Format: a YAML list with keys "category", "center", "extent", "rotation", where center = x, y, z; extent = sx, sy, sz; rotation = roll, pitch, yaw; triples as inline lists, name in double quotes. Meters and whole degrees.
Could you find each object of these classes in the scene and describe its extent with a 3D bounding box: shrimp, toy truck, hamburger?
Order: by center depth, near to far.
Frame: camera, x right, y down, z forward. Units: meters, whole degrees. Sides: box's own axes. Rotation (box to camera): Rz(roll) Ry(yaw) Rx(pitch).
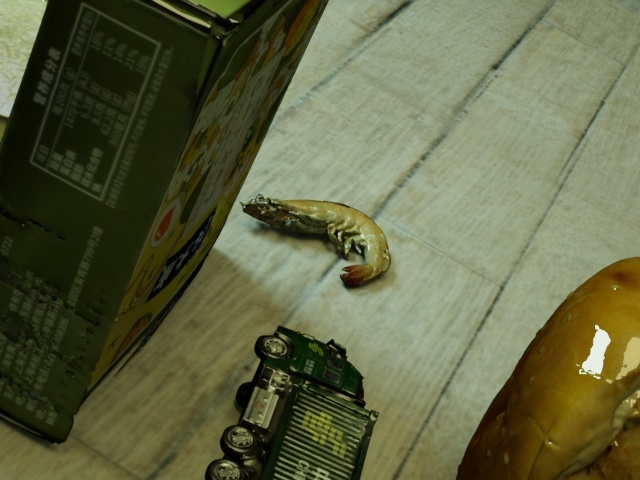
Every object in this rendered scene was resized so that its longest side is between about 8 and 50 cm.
- category: "toy truck"
  center: [-0.029, 0.183, 1.088]
  extent: [0.121, 0.088, 0.259]
  rotation: [23, 34, -2]
- category: "hamburger"
  center: [0.238, 0.156, 1.121]
  extent: [0.170, 0.289, 0.314]
  rotation: [34, 32, 6]
- category: "shrimp"
  center: [-0.001, 0.001, 1.417]
  extent: [0.178, 0.034, 0.124]
  rotation: [9, 42, -32]

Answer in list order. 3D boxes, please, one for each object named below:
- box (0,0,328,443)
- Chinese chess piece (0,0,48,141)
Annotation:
- category: "box"
  center: [-0.134, -0.096, 1.097]
  extent: [0.138, 0.420, 0.373]
  rotation: [29, 33, 1]
- category: "Chinese chess piece"
  center: [-0.335, -0.158, 1.332]
  extent: [0.270, 0.112, 0.270]
  rotation: [18, 34, -13]
